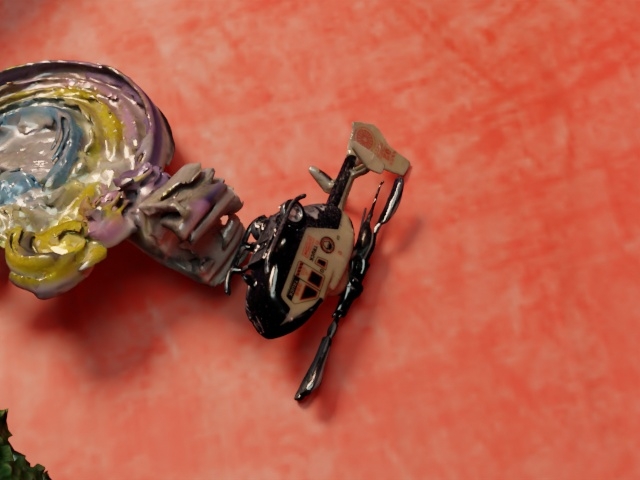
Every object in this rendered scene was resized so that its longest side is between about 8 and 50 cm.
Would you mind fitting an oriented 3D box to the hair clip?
[{"bbox_3d":[-0.108,-0.024,0.719,0.172,0.049,0.116,17,47,28],"label":"hair clip"}]

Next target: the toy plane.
[{"bbox_3d":[0.000,0.000,0.685,0.049,0.031,0.121,35,57,-20],"label":"toy plane"}]

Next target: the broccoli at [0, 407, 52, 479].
[{"bbox_3d":[-0.218,0.091,0.560,0.294,0.265,0.245,-22,19,28],"label":"broccoli"}]
